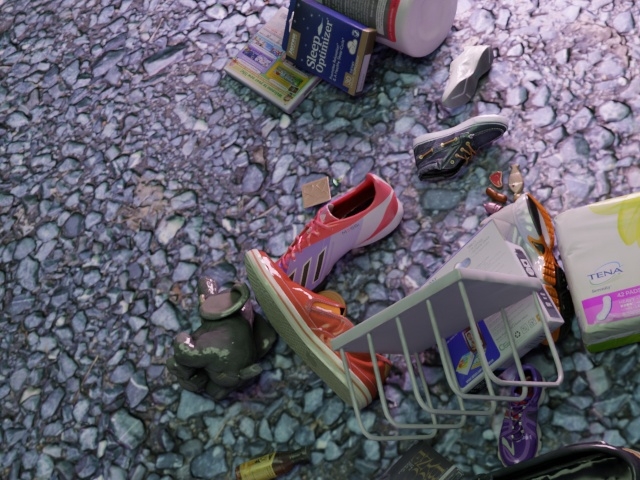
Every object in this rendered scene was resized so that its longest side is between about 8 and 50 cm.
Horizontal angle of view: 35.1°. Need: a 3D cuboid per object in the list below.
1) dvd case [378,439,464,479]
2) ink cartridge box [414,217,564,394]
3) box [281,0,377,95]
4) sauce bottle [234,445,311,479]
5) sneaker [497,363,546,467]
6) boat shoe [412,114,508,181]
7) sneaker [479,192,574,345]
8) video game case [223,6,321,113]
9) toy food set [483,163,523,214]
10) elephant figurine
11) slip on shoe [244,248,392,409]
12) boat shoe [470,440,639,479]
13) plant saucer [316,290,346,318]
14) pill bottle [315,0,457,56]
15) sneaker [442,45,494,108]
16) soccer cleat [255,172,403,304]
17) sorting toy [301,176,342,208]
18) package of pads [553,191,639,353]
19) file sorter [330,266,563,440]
[{"bbox_3d":[0.122,0.378,1.512,0.164,0.221,0.018,-44,96,-6],"label":"dvd case"},{"bbox_3d":[0.265,0.107,1.632,0.206,0.045,0.208,-46,51,32],"label":"ink cartridge box"},{"bbox_3d":[0.004,-0.396,2.017,0.225,0.136,0.036,33,37,29],"label":"box"},{"bbox_3d":[-0.078,0.374,1.684,0.128,0.042,0.042,-21,56,8],"label":"sauce bottle"},{"bbox_3d":[0.305,0.270,1.561,0.068,0.071,0.170,0,63,23],"label":"sneaker"},{"bbox_3d":[0.258,-0.163,1.841,0.183,0.065,0.083,-17,58,22],"label":"boat shoe"},{"bbox_3d":[0.334,0.059,1.673,0.121,0.099,0.263,-26,55,33],"label":"sneaker"},{"bbox_3d":[-0.073,-0.382,2.129,0.212,0.023,0.193,36,80,34],"label":"video game case"},{"bbox_3d":[0.323,-0.079,1.786,0.077,0.019,0.122,-15,57,15],"label":"toy food set"},{"bbox_3d":[-0.164,0.147,1.794,0.186,0.169,0.239,22,52,2],"label":"elephant figurine"},{"bbox_3d":[-0.010,0.136,1.715,0.101,0.123,0.331,-39,75,-20],"label":"slip on shoe"},{"bbox_3d":[0.247,0.418,1.452,0.500,0.156,0.187,-24,57,10],"label":"boat shoe"},{"bbox_3d":[0.006,0.127,1.807,0.083,0.013,0.084,-10,58,17],"label":"plant saucer"},{"bbox_3d":[0.101,-0.497,2.026,0.318,0.176,0.176,29,76,33],"label":"pill bottle"},{"bbox_3d":[0.270,-0.312,1.930,0.061,0.054,0.152,19,64,40],"label":"sneaker"},{"bbox_3d":[0.000,0.000,1.816,0.318,0.116,0.109,-36,49,0],"label":"soccer cleat"},{"bbox_3d":[0.004,-0.094,1.935,0.083,0.012,0.062,-18,52,17],"label":"sorting toy"},{"bbox_3d":[0.532,0.027,1.586,0.296,0.101,0.229,-16,57,14],"label":"package of pads"},{"bbox_3d":[0.190,0.181,1.522,0.277,0.192,0.173,-34,59,40],"label":"file sorter"}]
